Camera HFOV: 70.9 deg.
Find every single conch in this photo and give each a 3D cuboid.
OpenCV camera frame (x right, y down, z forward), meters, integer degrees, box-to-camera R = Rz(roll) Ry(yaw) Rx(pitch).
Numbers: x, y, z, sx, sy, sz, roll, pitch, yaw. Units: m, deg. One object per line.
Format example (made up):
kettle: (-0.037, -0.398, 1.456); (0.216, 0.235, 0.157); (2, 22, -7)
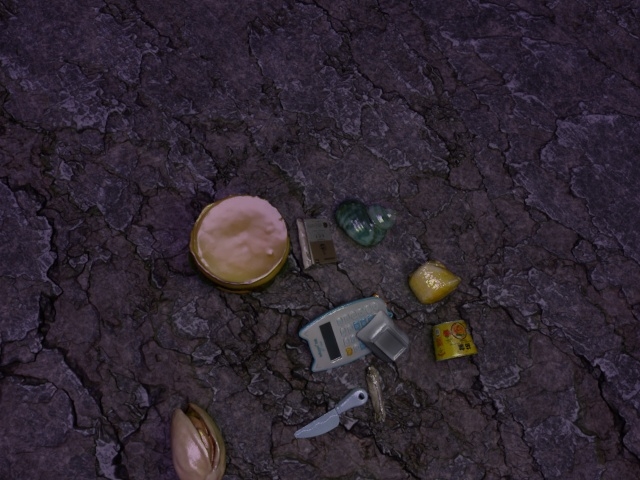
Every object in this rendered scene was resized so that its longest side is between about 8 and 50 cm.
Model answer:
conch: (0.197, -0.082, 1.911); (0.278, 0.195, 0.220); (-10, 68, 24)

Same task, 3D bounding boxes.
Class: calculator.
calculator: (0.116, 0.369, 1.813); (0.387, 0.054, 0.255); (-20, 111, -7)

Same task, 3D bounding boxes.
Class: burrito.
burrito: (0.224, 0.623, 1.820); (0.058, 0.063, 0.229); (-11, 80, 20)
burrito: (-0.055, 0.009, 1.910); (0.087, 0.060, 0.225); (-5, 75, -36)

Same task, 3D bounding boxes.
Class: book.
book: (0.000, 0.000, 1.907); (0.139, 0.016, 0.198); (-4, 77, -42)

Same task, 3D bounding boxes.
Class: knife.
knife: (0.050, 0.706, 1.801); (0.332, 0.044, 0.080); (-34, 91, -5)

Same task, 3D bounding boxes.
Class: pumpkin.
pumpkin: (0.238, 0.257, 1.886); (0.074, 0.083, 0.054); (45, 94, 6)

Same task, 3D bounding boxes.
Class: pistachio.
pistachio: (-0.459, 0.764, 1.664); (0.194, 0.214, 0.317); (-3, 62, -50)

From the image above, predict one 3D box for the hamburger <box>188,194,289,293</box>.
hamburger: (-0.304, 0.019, 1.775); (0.397, 0.277, 0.394); (2, 77, -10)

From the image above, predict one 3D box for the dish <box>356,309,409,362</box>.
dish: (0.267, 0.401, 1.805); (0.151, 0.077, 0.212); (-45, 116, -1)

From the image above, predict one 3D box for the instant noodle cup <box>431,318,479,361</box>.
instant noodle cup: (0.540, 0.411, 1.846); (0.183, 0.182, 0.144); (-9, 70, -8)

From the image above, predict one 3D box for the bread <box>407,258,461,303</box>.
bread: (0.471, 0.173, 1.878); (0.197, 0.197, 0.170); (-35, 77, -11)
